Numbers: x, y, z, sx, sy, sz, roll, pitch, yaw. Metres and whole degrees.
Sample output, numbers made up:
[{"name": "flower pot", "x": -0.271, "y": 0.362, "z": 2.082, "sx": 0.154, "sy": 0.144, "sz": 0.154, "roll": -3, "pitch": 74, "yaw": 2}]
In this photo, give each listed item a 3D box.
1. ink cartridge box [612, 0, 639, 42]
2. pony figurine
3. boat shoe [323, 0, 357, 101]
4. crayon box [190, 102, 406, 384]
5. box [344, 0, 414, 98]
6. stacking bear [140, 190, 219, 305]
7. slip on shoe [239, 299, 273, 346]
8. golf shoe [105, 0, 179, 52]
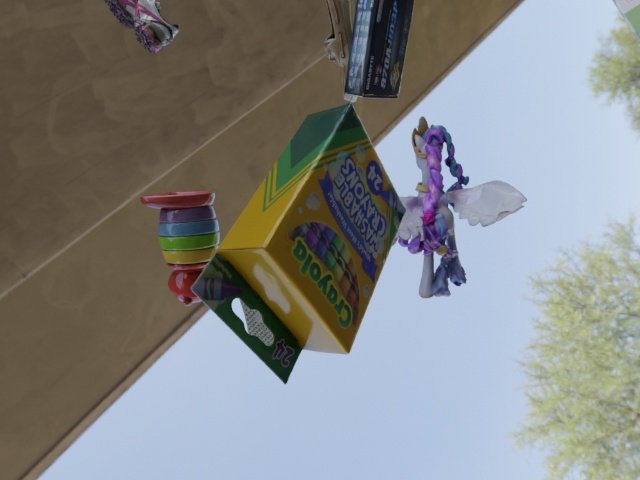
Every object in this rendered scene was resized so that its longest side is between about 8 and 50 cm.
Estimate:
[{"name": "ink cartridge box", "x": 0.253, "y": -0.243, "z": 0.311, "sx": 0.056, "sy": 0.171, "sz": 0.234, "roll": -8, "pitch": -109, "yaw": -58}, {"name": "pony figurine", "x": 0.254, "y": -0.054, "z": 1.055, "sx": 0.350, "sy": 0.303, "sz": 0.363, "roll": -88, "pitch": -11, "yaw": -55}, {"name": "boat shoe", "x": 0.062, "y": -0.584, "z": 1.418, "sx": 0.110, "sy": 0.121, "sz": 0.340, "roll": -7, "pitch": -60, "yaw": -5}, {"name": "crayon box", "x": 0.000, "y": 0.000, "z": 0.624, "sx": 0.203, "sy": 0.083, "sz": 0.322, "roll": 56, "pitch": -133, "yaw": -34}, {"name": "box", "x": 0.130, "y": -0.425, "z": 1.035, "sx": 0.175, "sy": 0.051, "sz": 0.220, "roll": -21, "pitch": -55, "yaw": -53}, {"name": "stacking bear", "x": -0.342, "y": 0.020, "z": 1.230, "sx": 0.175, "sy": 0.165, "sz": 0.288, "roll": -45, "pitch": -47, "yaw": -76}, {"name": "slip on shoe", "x": -0.111, "y": 0.103, "z": 1.032, "sx": 0.101, "sy": 0.123, "sz": 0.330, "roll": -55, "pitch": -34, "yaw": -57}, {"name": "golf shoe", "x": -0.385, "y": -0.485, "z": 1.006, "sx": 0.186, "sy": 0.067, "sz": 0.086, "roll": 46, "pitch": -109, "yaw": -3}]
